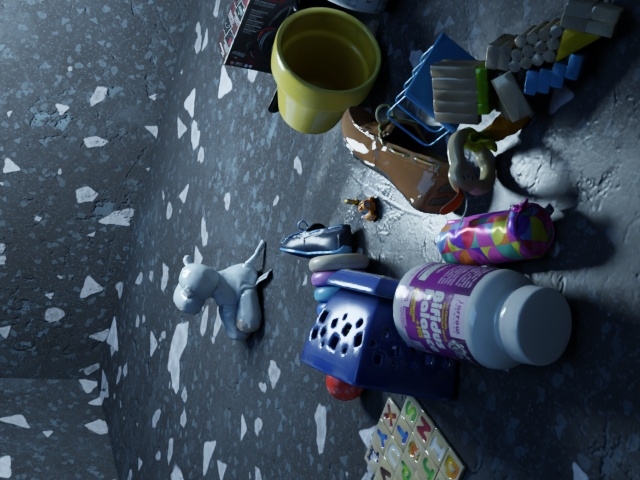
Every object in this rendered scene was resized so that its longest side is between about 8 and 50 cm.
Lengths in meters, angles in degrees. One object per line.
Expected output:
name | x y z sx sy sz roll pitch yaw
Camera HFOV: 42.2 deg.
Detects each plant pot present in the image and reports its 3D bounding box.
plant pot | -0.002 -0.390 2.014 0.239 0.253 0.254 114 151 -62
plant pot | 0.128 0.179 1.647 0.236 0.235 0.212 6 83 63

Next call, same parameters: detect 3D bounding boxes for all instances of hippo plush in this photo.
hippo plush | -0.305 0.165 2.454 0.294 0.236 0.234 -55 39 43

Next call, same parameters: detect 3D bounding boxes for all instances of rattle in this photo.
rattle | 0.296 -0.128 1.471 0.142 0.130 0.200 -6 35 30

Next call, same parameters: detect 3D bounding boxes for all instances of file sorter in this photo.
file sorter | 0.222 -0.284 1.600 0.170 0.118 0.104 -59 10 -28

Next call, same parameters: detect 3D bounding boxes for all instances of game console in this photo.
game console | -0.056 -0.482 2.149 0.044 0.213 0.361 41 126 18

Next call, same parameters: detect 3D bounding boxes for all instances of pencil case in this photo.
pencil case | 0.308 -0.010 1.472 0.236 0.104 0.105 -18 69 60

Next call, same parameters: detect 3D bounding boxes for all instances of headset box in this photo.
headset box | -0.135 -0.618 2.312 0.293 0.218 0.110 -59 37 38

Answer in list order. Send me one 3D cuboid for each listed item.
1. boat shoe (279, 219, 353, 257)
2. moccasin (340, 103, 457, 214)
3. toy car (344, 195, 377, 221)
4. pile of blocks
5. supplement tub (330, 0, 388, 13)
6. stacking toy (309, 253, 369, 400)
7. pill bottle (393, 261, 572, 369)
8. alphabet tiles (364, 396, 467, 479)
boat shoe | 0.000 0.000 2.081 0.258 0.109 0.089 1 78 46
moccasin | 0.162 -0.200 1.744 0.380 0.139 0.147 53 130 52
toy car | 0.089 -0.074 1.962 0.122 0.040 0.060 -4 81 62
pile of blocks | 0.358 -0.302 1.423 0.362 0.112 0.149 -19 104 38
supplement tub | 0.109 -0.697 1.891 0.194 0.193 0.316 57 134 51
stacking toy | 0.054 0.199 1.904 0.141 0.141 0.331 -13 80 61
pill bottle | 0.273 0.128 1.424 0.301 0.169 0.169 4 88 58
alphabet tiles | 0.188 0.493 1.691 0.342 0.011 0.285 52 129 53
